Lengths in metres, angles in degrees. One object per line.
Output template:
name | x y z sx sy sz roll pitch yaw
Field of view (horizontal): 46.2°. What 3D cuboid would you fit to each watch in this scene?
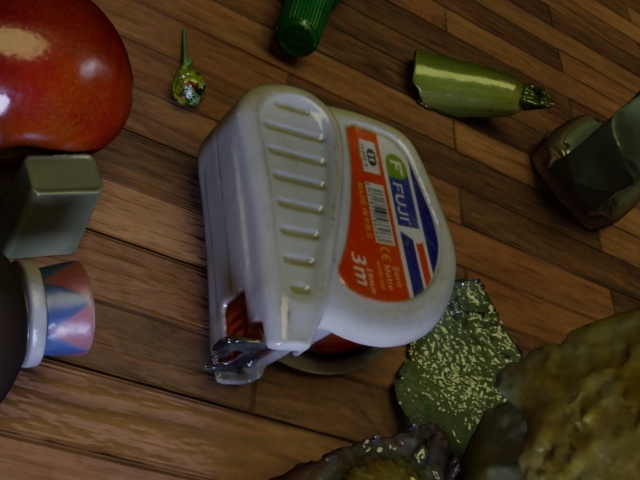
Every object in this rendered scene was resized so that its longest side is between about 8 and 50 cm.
watch | 0.428 -0.145 1.014 0.162 0.241 0.253 49 45 7

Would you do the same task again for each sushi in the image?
sushi | 0.016 0.220 0.563 0.161 0.107 0.241 26 39 -11

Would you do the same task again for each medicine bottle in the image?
medicine bottle | -0.003 -0.343 0.971 0.111 0.076 0.309 27 49 -15

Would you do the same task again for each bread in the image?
bread | 0.281 0.244 0.618 0.395 0.264 0.239 33 46 -37

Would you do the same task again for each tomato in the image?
tomato | -0.242 -0.127 0.573 0.195 0.195 0.136 -7 89 -38

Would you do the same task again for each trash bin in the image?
trash bin | -0.212 -0.026 0.586 0.060 0.092 0.043 -5 65 -37

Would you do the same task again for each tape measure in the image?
tape measure | 0.000 0.000 0.696 0.265 0.130 0.258 11 56 -35

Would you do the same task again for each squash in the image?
squash | 0.218 -0.201 1.026 0.200 0.075 0.090 14 30 0

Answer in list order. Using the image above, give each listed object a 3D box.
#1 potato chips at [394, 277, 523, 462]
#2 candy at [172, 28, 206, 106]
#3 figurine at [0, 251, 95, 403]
potato chips | 0.152 0.153 0.736 0.167 0.059 0.228 20 57 -16
candy | -0.142 -0.189 0.801 0.035 0.035 0.123 5 46 -19
figurine | -0.281 0.042 0.456 0.275 0.161 0.158 22 13 -24
